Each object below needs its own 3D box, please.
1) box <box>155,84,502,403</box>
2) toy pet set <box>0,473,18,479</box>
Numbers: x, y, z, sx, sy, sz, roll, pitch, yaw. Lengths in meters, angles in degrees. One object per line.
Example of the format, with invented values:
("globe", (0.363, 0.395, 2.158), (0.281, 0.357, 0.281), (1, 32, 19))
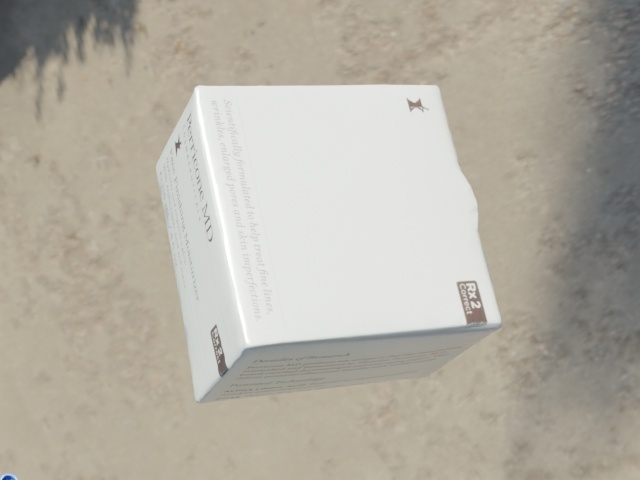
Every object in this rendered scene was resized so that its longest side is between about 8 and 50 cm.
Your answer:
("box", (0.000, 0.000, 0.795), (0.119, 0.182, 0.181), (131, 131, -57))
("toy pet set", (-0.133, 0.193, 0.720), (0.065, 0.122, 0.114), (-44, 40, 47))
